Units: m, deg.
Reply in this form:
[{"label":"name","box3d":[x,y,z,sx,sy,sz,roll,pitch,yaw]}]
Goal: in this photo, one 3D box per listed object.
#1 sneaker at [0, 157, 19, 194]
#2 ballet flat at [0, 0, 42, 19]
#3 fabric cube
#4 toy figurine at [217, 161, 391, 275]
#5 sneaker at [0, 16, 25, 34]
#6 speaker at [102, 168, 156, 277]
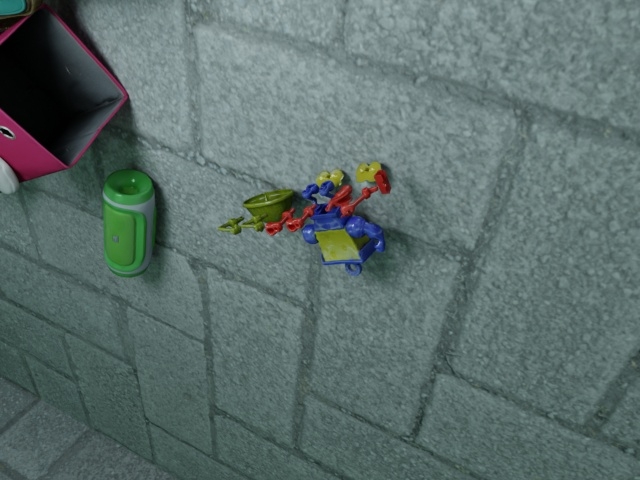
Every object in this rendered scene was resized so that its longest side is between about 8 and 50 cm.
[{"label":"sneaker","box3d":[-0.731,-0.159,1.195,0.080,0.094,0.212,5,142,26]},{"label":"ballet flat","box3d":[-0.689,-0.514,1.178,0.343,0.124,0.116,3,132,26]},{"label":"fabric cube","box3d":[-0.645,-0.307,1.252,0.258,0.259,0.254,-6,137,36]},{"label":"toy figurine","box3d":[0.000,0.000,1.160,0.363,0.191,0.217,-7,123,38]},{"label":"sneaker","box3d":[-0.719,-0.481,1.350,0.186,0.069,0.083,8,150,22]},{"label":"speaker","box3d":[-0.501,-0.038,1.490,0.131,0.131,0.296,29,133,12]}]
